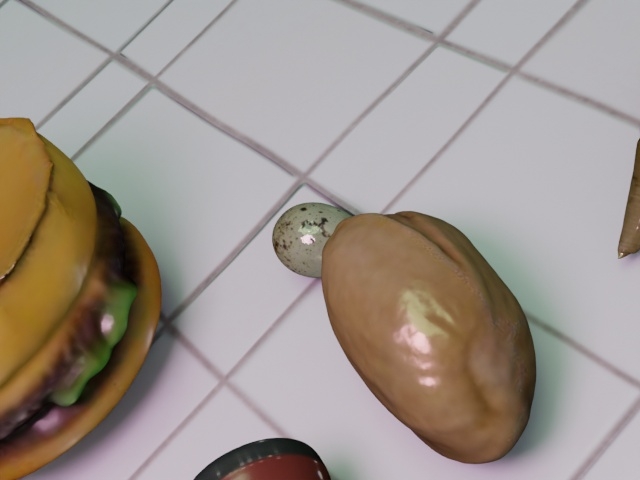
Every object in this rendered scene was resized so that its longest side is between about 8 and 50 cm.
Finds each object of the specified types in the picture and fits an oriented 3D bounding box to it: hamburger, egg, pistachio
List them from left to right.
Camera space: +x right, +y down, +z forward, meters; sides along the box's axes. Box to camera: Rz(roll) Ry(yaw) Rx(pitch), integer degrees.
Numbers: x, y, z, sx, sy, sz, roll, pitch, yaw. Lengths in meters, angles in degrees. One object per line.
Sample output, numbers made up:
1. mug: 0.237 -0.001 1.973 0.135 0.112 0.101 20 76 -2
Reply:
1. hamburger: -0.371 0.083 1.064 0.395 0.277 0.396 -15 48 18
2. egg: 0.000 0.000 1.063 0.110 0.085 0.085 4 57 8
3. pistachio: 0.099 0.080 0.905 0.162 0.181 0.293 -11 44 -29

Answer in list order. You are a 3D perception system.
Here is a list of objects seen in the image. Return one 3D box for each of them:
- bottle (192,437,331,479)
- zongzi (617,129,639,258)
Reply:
1. bottle: -0.004 0.333 0.778 0.144 0.144 0.336 -33 48 2
2. zongzi: 0.442 -0.104 0.898 0.273 0.145 0.300 10 80 26
